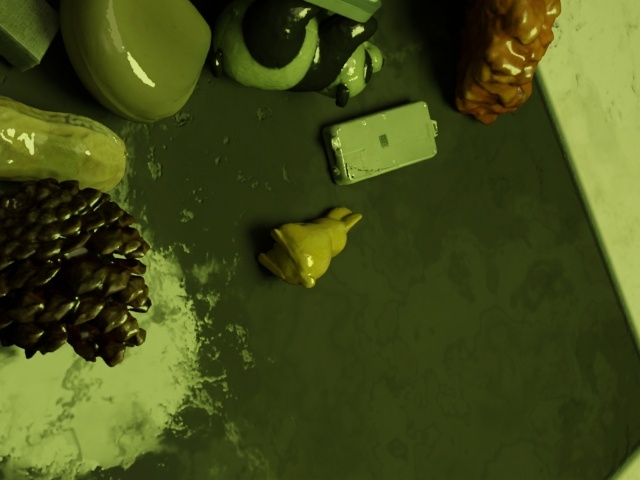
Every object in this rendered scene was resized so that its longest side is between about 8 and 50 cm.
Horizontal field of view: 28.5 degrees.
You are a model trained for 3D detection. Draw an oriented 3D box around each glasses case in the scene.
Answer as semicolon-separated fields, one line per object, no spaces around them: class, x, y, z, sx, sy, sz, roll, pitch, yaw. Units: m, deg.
glasses case;-0.364;-0.268;1.305;0.205;0.047;0.071;42;51;-29

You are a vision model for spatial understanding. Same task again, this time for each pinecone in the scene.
pinecone;-0.266;0.039;1.287;0.205;0.184;0.179;79;28;-45

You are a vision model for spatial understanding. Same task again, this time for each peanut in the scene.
peanut;-0.297;-0.097;1.318;0.214;0.098;0.090;11;105;-37

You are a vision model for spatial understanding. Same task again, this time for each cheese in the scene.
cheese;-0.207;-0.230;1.380;0.202;0.091;0.175;52;45;-39

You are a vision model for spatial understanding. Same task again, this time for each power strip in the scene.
power strip;0.082;-0.131;1.676;0.192;0.035;0.081;-20;100;-39

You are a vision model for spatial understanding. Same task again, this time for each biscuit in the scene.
biscuit;0.257;-0.338;1.695;0.110;0.318;0.312;9;79;-3

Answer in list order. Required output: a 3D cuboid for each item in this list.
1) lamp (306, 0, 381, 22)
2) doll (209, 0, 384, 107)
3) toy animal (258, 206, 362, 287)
lamp;-0.071;-0.379;1.465;0.266;0.047;0.269;15;39;-40
doll;-0.027;-0.246;1.536;0.234;0.143;0.135;5;115;-39
toy animal;0.002;0.003;1.579;0.083;0.070;0.159;40;38;15
